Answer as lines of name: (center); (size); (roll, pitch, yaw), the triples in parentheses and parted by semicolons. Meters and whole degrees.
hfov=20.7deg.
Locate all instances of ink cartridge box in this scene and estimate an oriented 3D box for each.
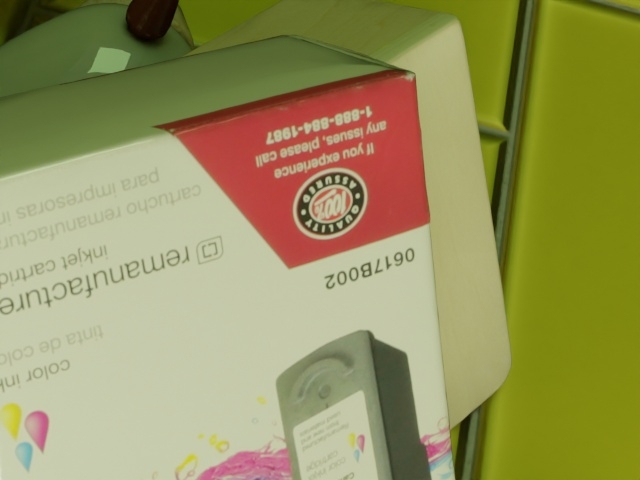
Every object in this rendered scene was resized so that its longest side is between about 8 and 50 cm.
ink cartridge box: (-0.064, 0.082, 0.780); (0.226, 0.306, 0.131); (-17, 20, -26)

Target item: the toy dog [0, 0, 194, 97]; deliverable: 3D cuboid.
toy dog: (-0.194, -0.085, 0.999); (0.334, 0.161, 0.220); (-27, 61, -32)

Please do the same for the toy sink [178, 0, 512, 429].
toy sink: (0.000, 0.000, 0.980); (0.131, 0.234, 0.153); (17, 41, 42)
